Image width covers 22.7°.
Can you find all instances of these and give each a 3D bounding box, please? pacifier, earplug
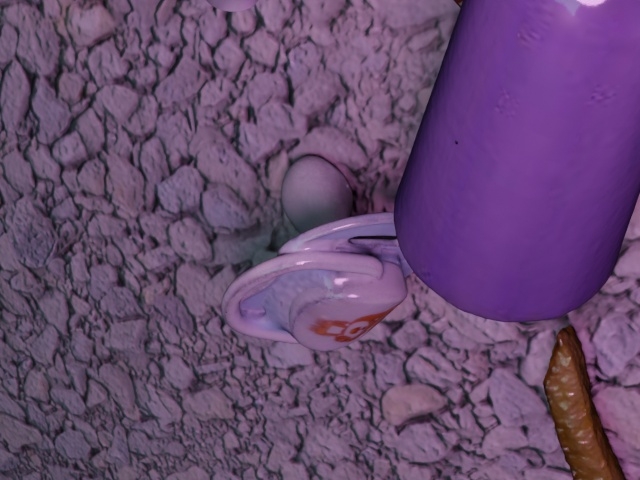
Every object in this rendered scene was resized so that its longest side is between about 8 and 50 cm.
[{"bbox_3d":[0.000,0.000,1.725,0.279,0.227,0.207,-46,47,51],"label":"pacifier"},{"bbox_3d":[0.196,-0.131,1.313,0.215,0.215,0.456,35,150,15],"label":"earplug"}]

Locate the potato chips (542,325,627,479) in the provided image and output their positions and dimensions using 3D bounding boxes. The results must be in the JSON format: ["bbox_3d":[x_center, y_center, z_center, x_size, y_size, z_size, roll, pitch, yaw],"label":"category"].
[{"bbox_3d":[0.316,0.266,1.719,0.080,0.057,0.407,-15,111,34],"label":"potato chips"}]

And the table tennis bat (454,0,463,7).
[{"bbox_3d":[0.164,-0.229,1.478,0.098,0.019,0.155,-27,99,50],"label":"table tennis bat"}]

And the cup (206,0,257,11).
[{"bbox_3d":[-0.071,-0.291,1.609,0.104,0.074,0.116,10,138,0],"label":"cup"}]
